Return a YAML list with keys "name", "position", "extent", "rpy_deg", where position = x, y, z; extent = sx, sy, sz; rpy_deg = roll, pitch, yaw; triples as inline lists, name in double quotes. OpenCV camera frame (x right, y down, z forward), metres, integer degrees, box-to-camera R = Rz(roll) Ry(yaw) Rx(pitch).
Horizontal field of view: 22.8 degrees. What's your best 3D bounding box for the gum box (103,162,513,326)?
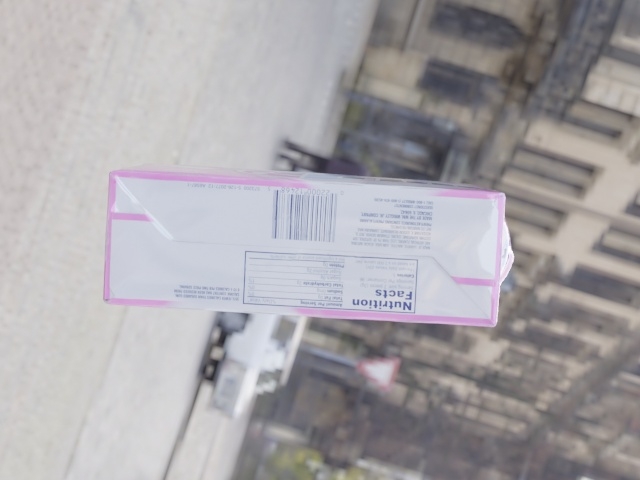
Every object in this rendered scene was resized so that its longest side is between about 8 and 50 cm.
- name: "gum box"
  position: [0.000, 0.000, 0.756]
  extent: [0.107, 0.188, 0.062]
  rpy_deg: [-53, 146, -85]
